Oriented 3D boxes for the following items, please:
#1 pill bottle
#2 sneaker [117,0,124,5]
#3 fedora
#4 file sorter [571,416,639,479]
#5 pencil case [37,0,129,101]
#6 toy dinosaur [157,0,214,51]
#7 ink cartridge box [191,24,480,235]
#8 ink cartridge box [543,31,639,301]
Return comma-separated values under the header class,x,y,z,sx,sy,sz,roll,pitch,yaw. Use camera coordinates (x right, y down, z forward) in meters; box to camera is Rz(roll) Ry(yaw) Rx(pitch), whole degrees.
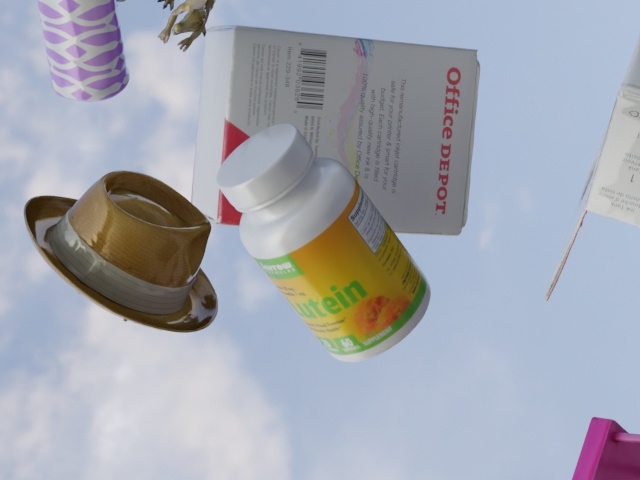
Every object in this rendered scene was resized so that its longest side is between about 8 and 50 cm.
class,x,y,z,sx,sy,sz,roll,pitch,yaw
pill bottle,0.000,0.000,1.458,0.246,0.136,0.136,53,-126,-26
sneaker,-0.218,-0.324,1.450,0.191,0.083,0.071,-56,-26,2
fedora,-0.154,-0.003,1.168,0.194,0.194,0.079,15,-62,-47
file sorter,0.318,0.292,1.026,0.290,0.182,0.202,40,-117,-37
pencil case,-0.238,-0.238,1.379,0.088,0.086,0.206,-59,-23,-46
toy dinosaur,-0.109,-0.235,1.273,0.053,0.092,0.183,24,-131,-20
ink cartridge box,0.016,-0.125,1.609,0.306,0.131,0.226,4,-85,-23
ink cartridge box,0.295,-0.116,1.244,0.261,0.066,0.296,98,-165,-46
